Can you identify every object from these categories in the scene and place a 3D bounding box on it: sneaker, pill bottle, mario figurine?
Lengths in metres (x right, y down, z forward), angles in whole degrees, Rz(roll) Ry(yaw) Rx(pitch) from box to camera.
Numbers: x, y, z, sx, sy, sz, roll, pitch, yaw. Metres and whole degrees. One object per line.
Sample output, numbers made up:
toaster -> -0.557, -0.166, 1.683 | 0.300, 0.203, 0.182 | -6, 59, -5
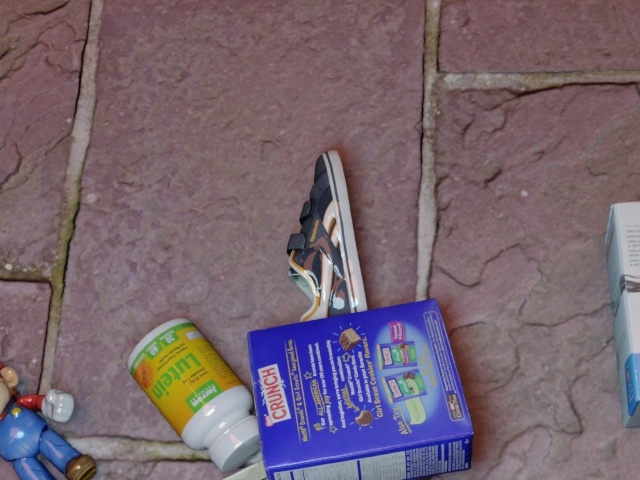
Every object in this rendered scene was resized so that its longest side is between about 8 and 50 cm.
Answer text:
sneaker -> 0.000, 0.000, 1.986 | 0.127, 0.126, 0.321 | -8, 71, 2
pill bottle -> -0.198, 0.258, 1.927 | 0.136, 0.136, 0.246 | -41, 69, -5
mario figurine -> -0.535, 0.313, 1.952 | 0.320, 0.170, 0.198 | 42, 48, 13

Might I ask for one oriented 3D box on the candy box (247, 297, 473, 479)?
candy box -> 0.057, 0.248, 1.828 | 0.317, 0.122, 0.268 | -8, 48, -2

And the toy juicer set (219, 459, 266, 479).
toy juicer set -> -0.018, 0.436, 1.857 | 0.209, 0.089, 0.329 | -45, 69, -6

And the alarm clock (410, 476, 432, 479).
alarm clock -> 0.143, 0.321, 1.874 | 0.129, 0.064, 0.192 | 30, 63, 28

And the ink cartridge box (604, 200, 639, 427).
ink cartridge box -> 0.521, 0.115, 1.792 | 0.129, 0.223, 0.308 | -4, 70, 9
